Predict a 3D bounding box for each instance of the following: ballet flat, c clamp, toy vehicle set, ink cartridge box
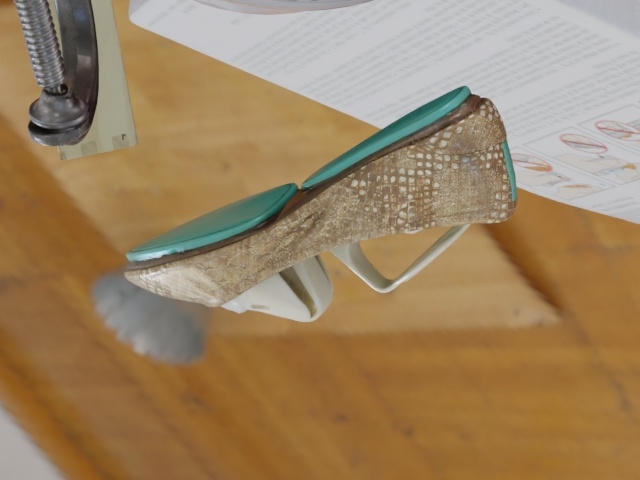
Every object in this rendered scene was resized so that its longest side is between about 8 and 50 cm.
[{"bbox_3d":[0.000,0.000,0.883,0.206,0.073,0.067,-23,101,35],"label":"ballet flat"},{"bbox_3d":[-0.098,-0.096,0.660,0.022,0.137,0.161,-9,127,3],"label":"c clamp"},{"bbox_3d":[-0.130,-0.171,0.923,0.035,0.267,0.166,-11,121,-6],"label":"toy vehicle set"},{"bbox_3d":[0.110,-0.124,1.133,0.385,0.091,0.308,20,167,-17],"label":"ink cartridge box"}]

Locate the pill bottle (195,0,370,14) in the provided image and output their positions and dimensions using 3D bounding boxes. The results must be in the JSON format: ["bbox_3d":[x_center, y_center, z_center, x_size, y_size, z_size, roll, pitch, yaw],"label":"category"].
[{"bbox_3d":[0.002,-0.146,0.494,0.160,0.160,0.283,35,172,-6],"label":"pill bottle"}]
